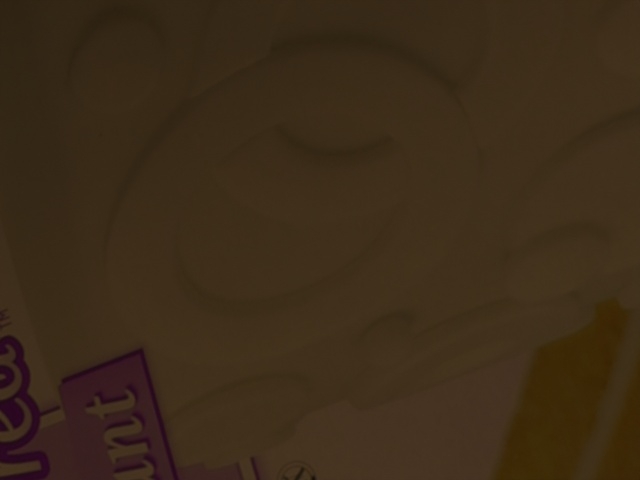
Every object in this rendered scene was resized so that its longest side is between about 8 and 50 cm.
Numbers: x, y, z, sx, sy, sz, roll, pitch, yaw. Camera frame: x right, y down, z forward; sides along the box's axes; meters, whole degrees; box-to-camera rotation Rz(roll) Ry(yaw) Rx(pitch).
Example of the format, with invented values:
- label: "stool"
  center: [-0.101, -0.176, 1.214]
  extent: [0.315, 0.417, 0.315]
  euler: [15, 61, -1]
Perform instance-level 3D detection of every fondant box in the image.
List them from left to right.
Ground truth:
- label: "fondant box"
  center: [0.000, 0.000, 0.407]
  extent: [0.330, 0.238, 0.096]
  euler: [-22, 160, 12]
